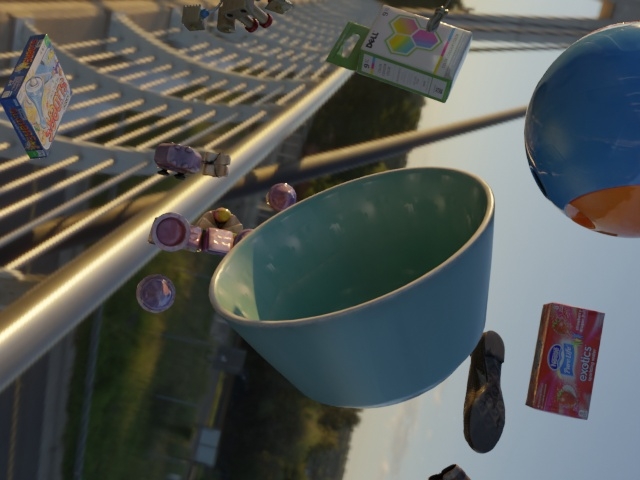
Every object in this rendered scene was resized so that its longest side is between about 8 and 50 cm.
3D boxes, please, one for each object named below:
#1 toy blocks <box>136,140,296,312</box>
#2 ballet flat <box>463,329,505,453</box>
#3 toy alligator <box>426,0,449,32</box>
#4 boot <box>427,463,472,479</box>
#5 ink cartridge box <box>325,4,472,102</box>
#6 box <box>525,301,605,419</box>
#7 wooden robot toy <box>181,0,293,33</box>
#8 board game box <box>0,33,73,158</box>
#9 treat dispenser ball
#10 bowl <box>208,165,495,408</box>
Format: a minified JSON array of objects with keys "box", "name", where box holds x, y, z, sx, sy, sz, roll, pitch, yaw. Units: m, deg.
[{"box":[-0.156,-0.010,1.376,0.260,0.288,0.309,175,-75,-72],"name":"toy blocks"},{"box":[0.299,0.281,1.491,0.058,0.084,0.250,-35,-147,46],"name":"ballet flat"},{"box":[0.156,-0.267,0.747,0.056,0.051,0.190,-45,163,-47],"name":"toy alligator"},{"box":[0.233,0.395,1.272,0.087,0.118,0.042,63,7,-6],"name":"boot"},{"box":[0.125,-0.309,1.282,0.062,0.209,0.109,95,18,-59],"name":"ink cartridge box"},{"box":[0.577,0.283,1.893,0.122,0.128,0.257,55,47,-81],"name":"box"},{"box":[-0.113,-0.344,1.128,0.076,0.173,0.079,23,66,-55],"name":"wooden robot toy"},{"box":[-0.518,-0.266,1.469,0.136,0.035,0.201,78,10,-46],"name":"board game box"},{"box":[0.421,-0.147,1.070,0.288,0.288,0.288,13,90,-86],"name":"treat dispenser ball"},{"box":[0.054,0.063,0.860,0.311,0.311,0.163,-70,141,-61],"name":"bowl"}]
